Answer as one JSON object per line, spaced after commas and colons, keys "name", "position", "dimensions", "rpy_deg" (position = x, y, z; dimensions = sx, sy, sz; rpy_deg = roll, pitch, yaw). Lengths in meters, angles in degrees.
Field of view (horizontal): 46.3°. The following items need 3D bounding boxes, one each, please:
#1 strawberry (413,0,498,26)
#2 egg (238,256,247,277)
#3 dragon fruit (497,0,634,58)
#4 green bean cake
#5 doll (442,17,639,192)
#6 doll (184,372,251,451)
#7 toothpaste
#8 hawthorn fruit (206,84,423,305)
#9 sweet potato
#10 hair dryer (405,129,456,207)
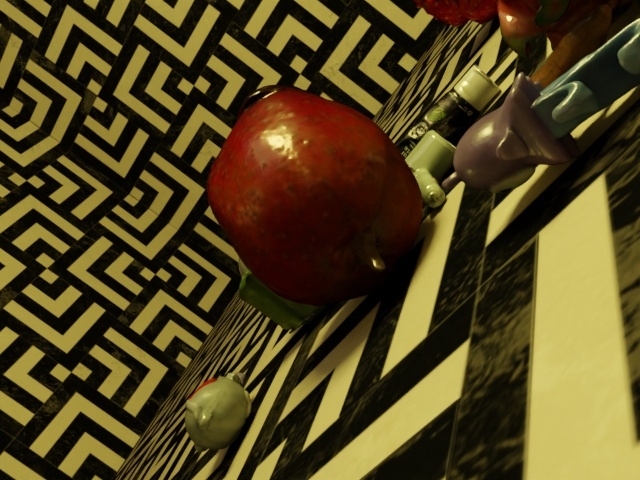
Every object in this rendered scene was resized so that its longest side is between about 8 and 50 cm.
{"name": "strawberry", "position": [0.282, -0.508, 1.370], "dimensions": [0.288, 0.249, 0.239], "rpy_deg": [-2, -83, -69]}
{"name": "egg", "position": [-0.075, 0.013, 1.386], "dimensions": [0.199, 0.146, 0.146], "rpy_deg": [-58, 2, 27]}
{"name": "dragon fruit", "position": [0.178, -0.224, 0.580], "dimensions": [0.137, 0.135, 0.235], "rpy_deg": [-31, -7, 39]}
{"name": "green bean cake", "position": [0.000, 0.000, 1.004], "dimensions": [0.214, 0.113, 0.200], "rpy_deg": [-50, 3, 28]}
{"name": "doll", "position": [0.160, -0.090, 0.486], "dimensions": [0.206, 0.067, 0.110], "rpy_deg": [-37, -1, 32]}
{"name": "doll", "position": [-0.126, 0.211, 0.927], "dimensions": [0.227, 0.075, 0.102], "rpy_deg": [97, -165, -81]}
{"name": "toothpaste", "position": [0.141, -0.127, 0.928], "dimensions": [0.193, 0.071, 0.045], "rpy_deg": [-46, -20, 19]}
{"name": "hawthorn fruit", "position": [0.005, -0.035, 0.748], "dimensions": [0.215, 0.215, 0.249], "rpy_deg": [-53, 40, 1]}
{"name": "sweet potato", "position": [0.184, -0.125, 0.611], "dimensions": [0.044, 0.044, 0.179], "rpy_deg": [-56, -1, -30]}
{"name": "hair dryer", "position": [0.118, -0.068, 0.812], "dimensions": [0.082, 0.047, 0.137], "rpy_deg": [-51, 11, 14]}
